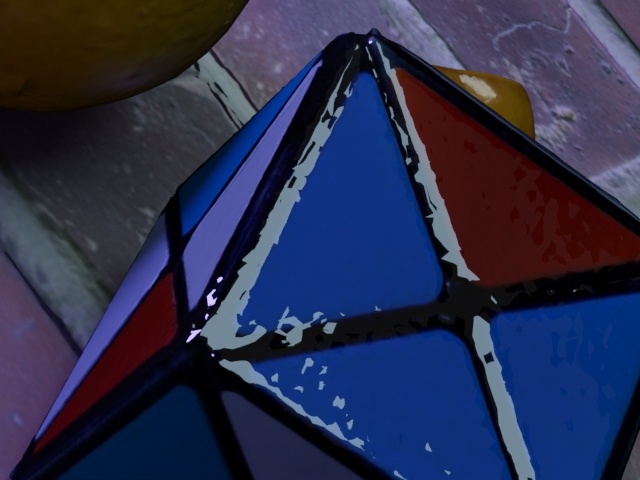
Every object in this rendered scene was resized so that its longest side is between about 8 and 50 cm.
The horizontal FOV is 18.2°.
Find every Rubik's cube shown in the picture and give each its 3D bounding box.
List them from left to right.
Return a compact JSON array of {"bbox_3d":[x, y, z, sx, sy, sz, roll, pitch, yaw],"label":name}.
[{"bbox_3d":[0.018,0.076,1.103,0.246,0.250,0.248,36,53,-12],"label":"Rubik's cube"}]

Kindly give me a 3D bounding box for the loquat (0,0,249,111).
[{"bbox_3d":[-0.193,-0.223,1.201,0.359,0.328,0.328,-33,77,-7],"label":"loquat"}]

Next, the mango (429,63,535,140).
[{"bbox_3d":[0.062,-0.067,1.375,0.141,0.217,0.102,21,82,-24],"label":"mango"}]
